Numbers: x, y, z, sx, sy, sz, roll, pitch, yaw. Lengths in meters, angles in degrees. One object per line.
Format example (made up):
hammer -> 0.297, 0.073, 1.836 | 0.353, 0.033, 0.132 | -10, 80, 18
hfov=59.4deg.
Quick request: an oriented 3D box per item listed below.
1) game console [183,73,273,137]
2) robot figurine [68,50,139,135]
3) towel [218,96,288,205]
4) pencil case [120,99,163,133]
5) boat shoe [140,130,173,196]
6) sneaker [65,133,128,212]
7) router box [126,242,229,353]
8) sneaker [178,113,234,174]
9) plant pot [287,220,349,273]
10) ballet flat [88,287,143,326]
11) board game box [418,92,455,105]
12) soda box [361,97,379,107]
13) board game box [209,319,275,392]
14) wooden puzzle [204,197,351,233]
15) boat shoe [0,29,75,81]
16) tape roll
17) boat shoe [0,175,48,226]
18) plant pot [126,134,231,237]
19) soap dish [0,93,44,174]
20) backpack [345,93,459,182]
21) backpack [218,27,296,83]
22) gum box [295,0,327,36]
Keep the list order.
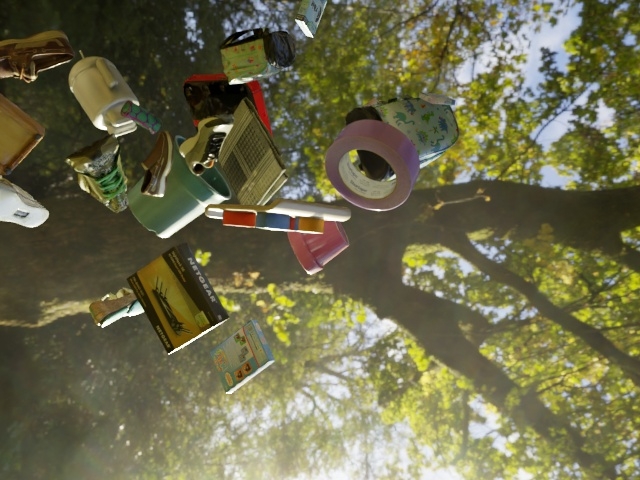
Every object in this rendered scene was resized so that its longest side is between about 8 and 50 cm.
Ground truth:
game console -> -0.349, -0.467, 2.155 | 0.386, 0.060, 0.342 | 10, -51, 36
robot figurine -> -0.875, -0.592, 2.265 | 0.353, 0.199, 0.300 | 55, -39, 8
towel -> -0.245, -0.285, 1.974 | 0.324, 0.056, 0.312 | -45, -111, 49
pencil case -> -0.660, -0.452, 2.071 | 0.064, 0.151, 0.070 | -26, -123, 27
boat shoe -> -0.605, -0.276, 2.055 | 0.095, 0.095, 0.257 | 42, -56, 44
sneaker -> -0.616, -0.181, 1.647 | 0.182, 0.158, 0.410 | 54, -17, -4
router box -> -0.497, 0.202, 1.953 | 0.309, 0.243, 0.081 | 59, 18, 4
sneaker -> -0.319, -0.283, 1.640 | 0.271, 0.100, 0.108 | -33, -104, 50
plant pot -> 0.000, 0.000, 2.105 | 0.201, 0.180, 0.201 | 60, 12, -21
ballet flat -> -0.754, 0.235, 2.135 | 0.106, 0.316, 0.107 | 43, -75, 9
board game box -> 0.384, -0.468, 1.853 | 0.090, 0.090, 0.020 | -127, -140, -57
soda box -> 0.177, -0.489, 2.167 | 0.058, 0.183, 0.063 | -29, -77, 39
board game box -> -0.269, 0.393, 1.904 | 0.211, 0.039, 0.160 | -38, -118, 18
wooden puzzle -> -0.132, -0.066, 1.723 | 0.347, 0.322, 0.081 | -1, -95, 44
boat shoe -> -1.032, -0.623, 1.960 | 0.123, 0.342, 0.123 | 58, -25, 11
tape roll -> 0.154, -0.222, 1.683 | 0.090, 0.274, 0.275 | -59, 178, -37
boat shoe -> -1.149, -0.166, 2.039 | 0.156, 0.136, 0.367 | 44, -1, 12
plant pot -> -0.616, -0.208, 2.394 | 0.341, 0.334, 0.341 | 49, 8, -10
soap dish -> -1.115, -0.374, 1.907 | 0.118, 0.229, 0.291 | 35, -8, 33
backpack -> 0.313, -0.374, 1.995 | 0.273, 0.355, 0.290 | -29, -103, 49
backpack -> -0.167, -0.464, 1.422 | 0.182, 0.152, 0.115 | -6, -83, 25
gum box -> -0.038, -1.011, 2.453 | 0.184, 0.041, 0.157 | -70, 164, 1
